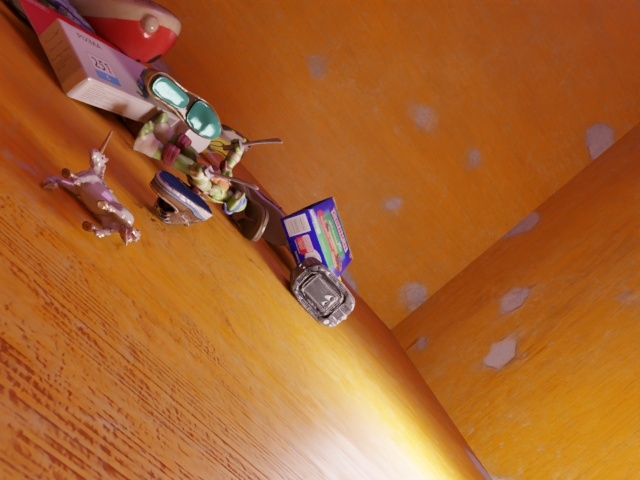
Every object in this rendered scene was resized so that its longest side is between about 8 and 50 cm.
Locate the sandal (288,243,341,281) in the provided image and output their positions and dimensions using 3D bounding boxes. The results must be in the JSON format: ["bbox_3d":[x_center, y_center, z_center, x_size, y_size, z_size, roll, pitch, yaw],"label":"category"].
[{"bbox_3d":[-0.035,0.076,1.759,0.317,0.126,0.138,49,7,18],"label":"sandal"}]

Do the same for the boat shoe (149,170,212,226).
[{"bbox_3d":[-0.247,-0.058,0.720,0.066,0.066,0.183,52,-2,16],"label":"boat shoe"}]

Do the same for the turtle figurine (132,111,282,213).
[{"bbox_3d":[-0.246,-0.197,0.926,0.266,0.198,0.275,33,-30,-14],"label":"turtle figurine"}]

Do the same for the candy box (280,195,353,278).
[{"bbox_3d":[0.000,0.000,1.522,0.317,0.122,0.268,-41,113,-70],"label":"candy box"}]

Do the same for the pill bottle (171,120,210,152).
[{"bbox_3d":[-0.424,-0.356,1.243,0.208,0.119,0.119,45,1,23],"label":"pill bottle"}]

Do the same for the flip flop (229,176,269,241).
[{"bbox_3d":[-0.235,-0.097,1.227,0.080,0.112,0.277,9,34,-43],"label":"flip flop"}]

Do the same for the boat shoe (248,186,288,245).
[{"bbox_3d":[-0.195,-0.092,1.538,0.306,0.113,0.105,41,13,26],"label":"boat shoe"}]

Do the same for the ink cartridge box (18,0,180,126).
[{"bbox_3d":[-0.466,-0.392,0.911,0.261,0.066,0.296,60,14,6],"label":"ink cartridge box"}]

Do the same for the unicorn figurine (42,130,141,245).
[{"bbox_3d":[-0.276,-0.060,0.515,0.111,0.060,0.162,-83,149,-87],"label":"unicorn figurine"}]

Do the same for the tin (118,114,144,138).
[{"bbox_3d":[-0.449,-0.291,1.024,0.189,0.040,0.106,51,-1,19],"label":"tin"}]

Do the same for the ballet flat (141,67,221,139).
[{"bbox_3d":[-0.323,-0.326,0.989,0.073,0.080,0.232,40,-1,32],"label":"ballet flat"}]

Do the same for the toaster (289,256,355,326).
[{"bbox_3d":[-0.008,0.140,1.238,0.227,0.129,0.146,47,-1,-13],"label":"toaster"}]

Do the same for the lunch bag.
[{"bbox_3d":[-0.638,-0.545,0.957,0.176,0.090,0.219,46,2,0],"label":"lunch bag"}]

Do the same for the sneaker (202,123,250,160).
[{"bbox_3d":[-0.471,-0.429,1.642,0.385,0.147,0.145,30,9,-10],"label":"sneaker"}]

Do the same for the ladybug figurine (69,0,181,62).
[{"bbox_3d":[-0.579,-0.614,1.207,0.305,0.162,0.449,-4,26,-40],"label":"ladybug figurine"}]
